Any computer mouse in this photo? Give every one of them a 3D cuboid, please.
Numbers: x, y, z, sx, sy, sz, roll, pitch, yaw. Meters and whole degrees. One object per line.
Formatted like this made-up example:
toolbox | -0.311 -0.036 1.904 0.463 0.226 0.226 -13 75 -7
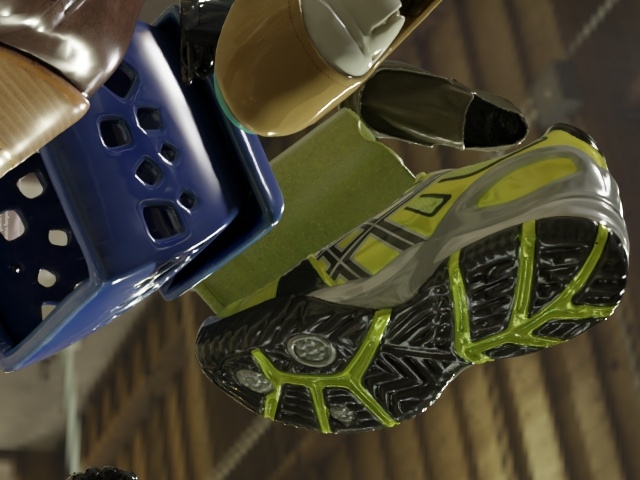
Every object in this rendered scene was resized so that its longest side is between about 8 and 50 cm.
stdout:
computer mouse | -0.067 -0.216 1.204 0.262 0.060 0.184 123 -33 -82

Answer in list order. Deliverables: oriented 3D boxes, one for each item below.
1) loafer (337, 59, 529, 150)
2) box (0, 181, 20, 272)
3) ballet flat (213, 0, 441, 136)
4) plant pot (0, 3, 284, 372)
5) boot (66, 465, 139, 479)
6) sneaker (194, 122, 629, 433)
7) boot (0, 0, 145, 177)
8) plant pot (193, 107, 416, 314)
loafer | 0.139 -0.154 2.084 0.087 0.251 0.094 16 -81 61
box | -0.482 0.011 1.804 0.143 0.381 0.191 26 -52 26
ballet flat | 0.020 -0.130 0.937 0.073 0.080 0.232 -24 -163 36
plant pot | -0.179 -0.054 1.474 0.236 0.212 0.236 -35 -105 53
boot | -0.177 0.384 1.678 0.348 0.131 0.260 65 -19 4
sneaker | 0.071 0.035 1.385 0.385 0.145 0.147 -20 -143 30
boot | -0.130 -0.148 0.709 0.207 0.090 0.248 -53 153 -16
plant pot | 0.000 0.000 1.986 0.254 0.276 0.276 -44 -148 3
